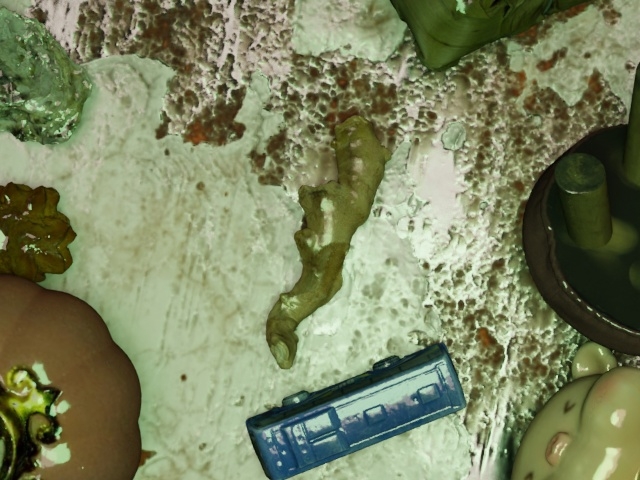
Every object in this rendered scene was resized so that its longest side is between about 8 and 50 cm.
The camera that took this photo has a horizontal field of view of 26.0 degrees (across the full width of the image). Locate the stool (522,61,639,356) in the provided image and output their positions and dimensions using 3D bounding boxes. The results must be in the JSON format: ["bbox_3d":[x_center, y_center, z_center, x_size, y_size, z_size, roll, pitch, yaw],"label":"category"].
[{"bbox_3d":[0.349,-0.032,1.400,0.272,0.178,0.272,1,63,-1],"label":"stool"}]

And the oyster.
[{"bbox_3d":[-0.332,-0.182,1.516,0.177,0.064,0.125,33,82,4],"label":"oyster"}]

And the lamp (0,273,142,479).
[{"bbox_3d":[-0.333,0.187,1.409,0.305,0.239,0.305,0,93,3],"label":"lamp"}]

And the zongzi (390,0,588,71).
[{"bbox_3d":[0.197,-0.373,1.490,0.360,0.160,0.323,-20,74,-24],"label":"zongzi"}]

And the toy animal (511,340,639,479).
[{"bbox_3d":[0.327,0.215,1.401,0.345,0.277,0.247,-46,74,2],"label":"toy animal"}]

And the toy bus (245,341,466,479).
[{"bbox_3d":[0.037,0.182,1.479,0.236,0.094,0.079,-22,88,0],"label":"toy bus"}]

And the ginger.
[{"bbox_3d":[0.000,0.000,1.498,0.089,0.075,0.288,26,83,-21],"label":"ginger"}]

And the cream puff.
[{"bbox_3d":[-0.323,-0.006,1.492,0.116,0.094,0.122,-37,92,2],"label":"cream puff"}]
